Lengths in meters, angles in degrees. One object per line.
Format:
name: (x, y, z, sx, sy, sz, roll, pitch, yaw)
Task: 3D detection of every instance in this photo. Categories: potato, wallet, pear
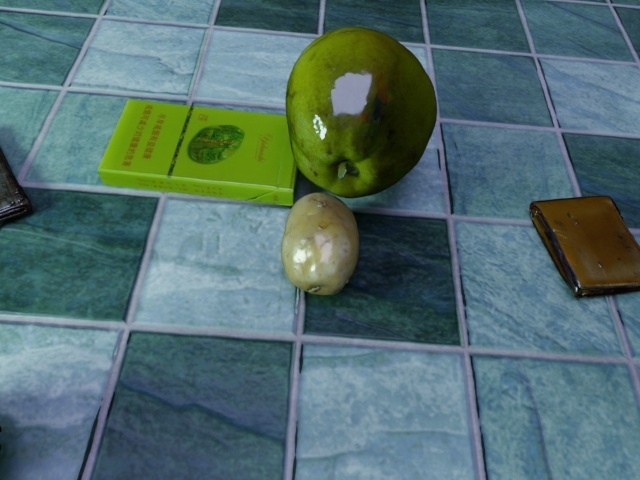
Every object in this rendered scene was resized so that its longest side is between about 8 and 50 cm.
potato: (0.000, 0.000, 0.818, 0.118, 0.109, 0.178, -10, 48, 15)
wallet: (0.457, 0.006, 0.896, 0.160, 0.042, 0.196, -4, 53, -13)
wallet: (-0.582, -0.108, 0.884, 0.124, 0.042, 0.230, -27, 62, -25)
pear: (0.061, -0.215, 0.881, 0.269, 0.269, 0.321, 12, 48, 4)

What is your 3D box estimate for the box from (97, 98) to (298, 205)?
box: (-0.202, -0.163, 0.954, 0.334, 0.047, 0.187, 6, 54, 0)
